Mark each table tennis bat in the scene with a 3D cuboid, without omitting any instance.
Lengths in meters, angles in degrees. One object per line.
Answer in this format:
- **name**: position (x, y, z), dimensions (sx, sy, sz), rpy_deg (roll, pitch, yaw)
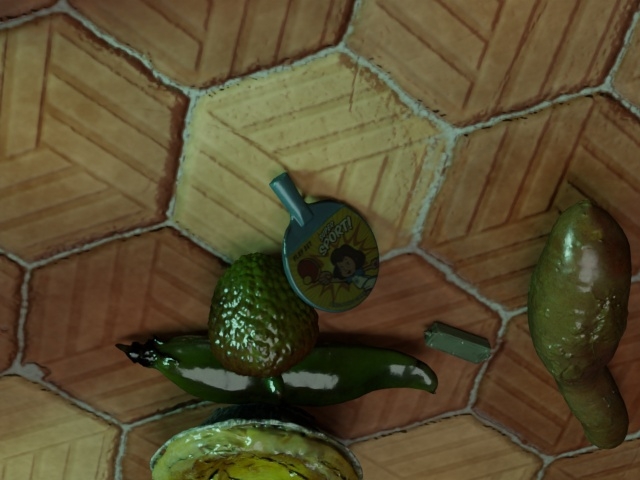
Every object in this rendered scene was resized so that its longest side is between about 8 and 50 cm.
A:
- **table tennis bat**: position (0.000, 0.000, 1.290), dimensions (0.100, 0.019, 0.155), rpy_deg (-41, 112, -19)

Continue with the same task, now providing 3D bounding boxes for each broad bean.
- **broad bean**: position (-0.045, 0.138, 1.402), dimensions (0.339, 0.061, 0.077), rpy_deg (4, 119, -11)

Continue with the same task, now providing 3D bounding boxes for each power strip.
- **power strip**: position (0.145, 0.109, 1.430), dimensions (0.083, 0.017, 0.027), rpy_deg (22, 124, -24)

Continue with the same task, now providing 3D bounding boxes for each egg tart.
- **egg tart**: position (-0.067, 0.241, 1.450), dimensions (0.234, 0.094, 0.234), rpy_deg (3, 144, 2)

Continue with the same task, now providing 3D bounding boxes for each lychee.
- **lychee**: position (-0.057, 0.084, 1.319), dimensions (0.114, 0.114, 0.146), rpy_deg (-11, 106, 2)

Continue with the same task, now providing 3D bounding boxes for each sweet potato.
- **sweet potato**: position (0.270, 0.102, 1.389), dimensions (0.109, 0.109, 0.385), rpy_deg (-11, 136, 2)
